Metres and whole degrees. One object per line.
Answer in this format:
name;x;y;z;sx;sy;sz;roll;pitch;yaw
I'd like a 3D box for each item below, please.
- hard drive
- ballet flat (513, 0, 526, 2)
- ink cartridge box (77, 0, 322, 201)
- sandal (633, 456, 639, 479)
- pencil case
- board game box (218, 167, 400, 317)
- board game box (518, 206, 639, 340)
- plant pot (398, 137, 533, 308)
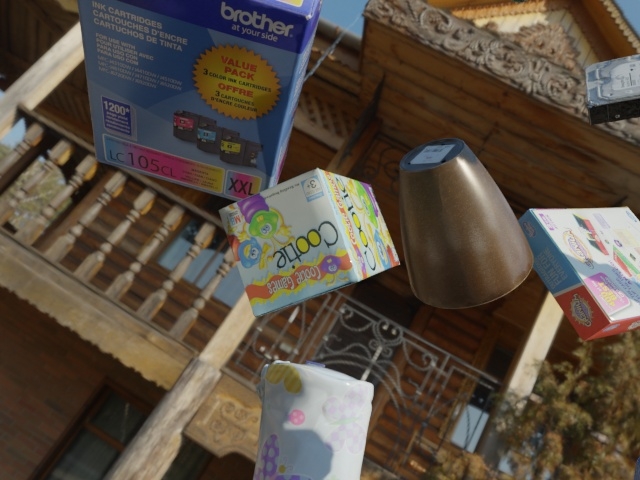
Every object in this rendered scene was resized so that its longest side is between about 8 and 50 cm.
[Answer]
hard drive;0.862;-0.408;1.459;0.338;0.237;0.064;-6;-51;28
ballet flat;0.333;-0.578;1.163;0.247;0.083;0.087;35;6;-18
ink cartridge box;-0.151;-0.248;0.739;0.270;0.151;0.395;15;-40;-4
sandal;0.262;0.105;0.300;0.126;0.317;0.138;-9;-64;56
pencil case;-0.024;0.262;0.593;0.124;0.273;0.113;14;-14;-16
board game box;0.000;0.000;0.801;0.142;0.144;0.275;70;17;4
board game box;0.532;0.048;1.060;0.064;0.316;0.242;-57;-134;43
plant pot;0.218;-0.044;0.954;0.215;0.215;0.230;6;-51;47
